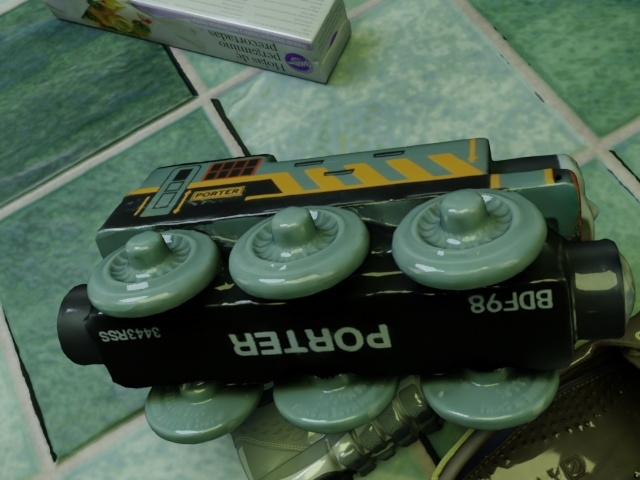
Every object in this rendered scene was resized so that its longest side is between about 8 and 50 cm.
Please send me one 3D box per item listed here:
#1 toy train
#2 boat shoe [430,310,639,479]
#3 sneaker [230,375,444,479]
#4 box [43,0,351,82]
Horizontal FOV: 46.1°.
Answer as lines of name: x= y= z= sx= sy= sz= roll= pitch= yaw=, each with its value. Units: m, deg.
toy train: x=0.008 y=0.014 z=0.465 sx=0.334 sy=0.142 sz=0.190 roll=-6 pitch=32 yaw=16
boat shoe: x=0.200 y=0.105 z=0.466 sx=0.324 sy=0.096 sz=0.116 roll=-32 pitch=63 yaw=-4
sneaker: x=0.028 y=0.081 z=0.525 sx=0.229 sy=0.086 sz=0.132 roll=-32 pitch=60 yaw=-3
box: x=-0.132 y=-0.227 z=0.722 sx=0.324 sy=0.063 sz=0.067 roll=17 pitch=70 yaw=20
